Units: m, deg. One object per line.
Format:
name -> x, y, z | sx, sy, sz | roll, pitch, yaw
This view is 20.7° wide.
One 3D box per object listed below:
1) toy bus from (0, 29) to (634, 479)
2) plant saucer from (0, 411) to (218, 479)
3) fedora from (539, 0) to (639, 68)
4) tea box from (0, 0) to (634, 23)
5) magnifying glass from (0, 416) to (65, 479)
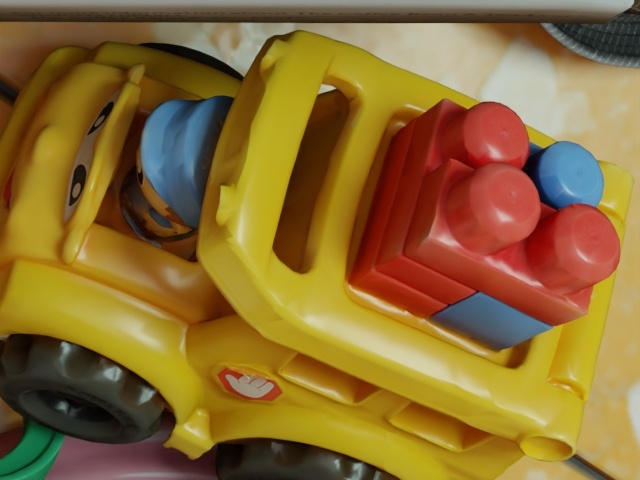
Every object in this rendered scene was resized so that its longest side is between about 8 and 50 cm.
toy bus -> 0.000, 0.000, 0.605 | 0.220, 0.211, 0.149 | 24, 66, -15
plant saucer -> -0.074, 0.237, 0.695 | 0.332, 0.084, 0.332 | -2, 97, -15
fedora -> 0.177, -0.192, 0.671 | 0.244, 0.124, 0.275 | 35, 87, -32
tea box -> -0.073, -0.226, 0.523 | 0.329, 0.220, 0.323 | 2, 97, 6
magnifying glass -> -0.204, 0.034, 0.648 | 0.231, 0.092, 0.026 | 25, 128, -9
